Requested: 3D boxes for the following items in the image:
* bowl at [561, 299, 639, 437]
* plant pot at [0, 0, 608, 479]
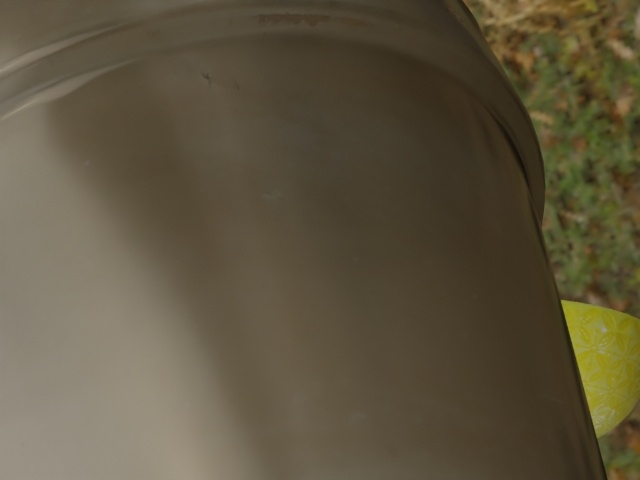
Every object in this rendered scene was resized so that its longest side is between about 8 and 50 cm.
[{"bbox_3d":[0.244,0.180,1.746,0.289,0.290,0.156,132,145,-67],"label":"bowl"},{"bbox_3d":[-0.024,0.086,0.552,0.323,0.323,0.280,93,156,-47],"label":"plant pot"}]
